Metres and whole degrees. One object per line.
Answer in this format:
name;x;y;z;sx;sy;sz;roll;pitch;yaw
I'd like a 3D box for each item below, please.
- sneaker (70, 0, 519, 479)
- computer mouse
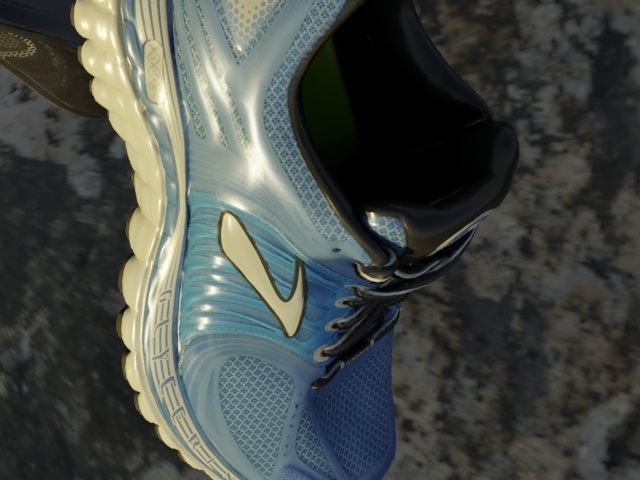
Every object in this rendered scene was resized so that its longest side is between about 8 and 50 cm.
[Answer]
sneaker;0.000;0.000;0.725;0.130;0.147;0.330;-49;144;-36
computer mouse;-0.188;-0.161;1.095;0.072;0.272;0.189;-29;61;22
